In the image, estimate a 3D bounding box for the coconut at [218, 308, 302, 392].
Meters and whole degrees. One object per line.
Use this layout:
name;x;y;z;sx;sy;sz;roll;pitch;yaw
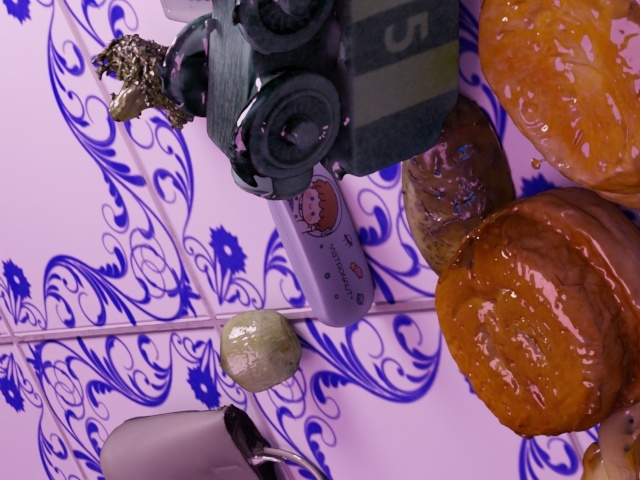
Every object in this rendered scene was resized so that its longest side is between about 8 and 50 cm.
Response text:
coconut;-0.068;0.118;1.970;0.096;0.088;0.088;-18;104;26

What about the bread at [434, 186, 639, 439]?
bread;0.197;0.061;1.554;0.198;0.120;0.236;57;146;4

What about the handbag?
handbag;-0.115;0.301;2.165;0.315;0.109;0.241;-5;114;49

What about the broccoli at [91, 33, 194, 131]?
broccoli;-0.175;-0.156;1.878;0.092;0.097;0.095;-47;52;15

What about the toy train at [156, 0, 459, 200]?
toy train;-0.009;-0.185;1.505;0.167;0.238;0.299;41;143;43

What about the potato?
potato;0.110;-0.037;1.647;0.119;0.054;0.198;34;140;26

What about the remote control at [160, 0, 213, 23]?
remote control;-0.136;-0.361;1.692;0.145;0.050;0.344;10;125;48

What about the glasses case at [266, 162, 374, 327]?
glasses case;0.000;0.000;1.799;0.045;0.067;0.178;1;118;54

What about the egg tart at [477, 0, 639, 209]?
egg tart;0.215;-0.141;1.361;0.319;0.128;0.319;31;136;35

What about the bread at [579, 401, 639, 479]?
bread;0.300;0.267;1.590;0.133;0.251;0.174;10;140;-9
